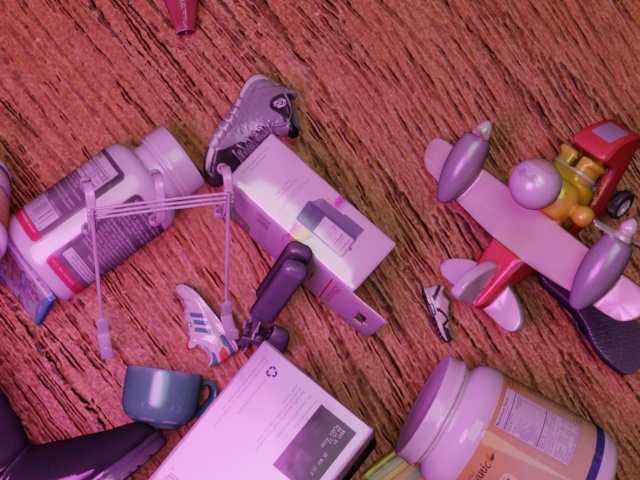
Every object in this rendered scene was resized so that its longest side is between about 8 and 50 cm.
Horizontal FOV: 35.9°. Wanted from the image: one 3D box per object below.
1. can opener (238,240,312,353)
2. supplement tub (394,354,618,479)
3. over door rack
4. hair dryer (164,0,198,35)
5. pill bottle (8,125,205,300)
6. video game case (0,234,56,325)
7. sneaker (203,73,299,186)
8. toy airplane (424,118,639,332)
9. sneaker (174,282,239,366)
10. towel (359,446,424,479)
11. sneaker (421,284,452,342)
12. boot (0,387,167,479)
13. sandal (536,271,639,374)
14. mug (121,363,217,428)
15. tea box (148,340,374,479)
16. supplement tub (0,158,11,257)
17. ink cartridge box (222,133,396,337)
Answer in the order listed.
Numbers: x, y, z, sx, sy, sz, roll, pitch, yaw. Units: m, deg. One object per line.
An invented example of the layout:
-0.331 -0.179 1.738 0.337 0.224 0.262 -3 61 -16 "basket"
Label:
-0.065 0.110 1.666 0.095 0.283 0.076 23 50 -11 "can opener"
0.307 0.351 1.660 0.316 0.228 0.228 29 80 1 "supplement tub"
-0.263 0.026 1.621 0.239 0.108 0.324 -8 123 -15 "over door rack"
-0.201 -0.510 1.840 0.223 0.080 0.294 30 81 1 "hair dryer"
-0.364 -0.056 1.708 0.318 0.176 0.176 -37 85 -8 "pill bottle"
-0.523 0.059 1.713 0.015 0.119 0.166 -35 84 -36 "video game case"
-0.111 -0.187 1.772 0.132 0.086 0.229 21 79 24 "sneaker"
0.359 -0.038 1.698 0.386 0.272 0.385 -4 63 18 "toy airplane"
-0.218 0.151 1.744 0.075 0.057 0.161 -39 88 -14 "sneaker"
0.177 0.479 1.738 0.102 0.021 0.237 -36 86 -3 "towel"
0.220 0.131 1.785 0.043 0.040 0.109 -17 83 -8 "sneaker"
-0.514 0.253 1.578 0.367 0.146 0.445 -33 84 -17 "boot"
0.496 0.132 1.802 0.097 0.054 0.254 -32 75 -15 "sandal"
-0.259 0.270 1.687 0.157 0.129 0.097 9 81 -2 "mug"
-0.093 0.372 1.572 0.220 0.323 0.329 38 80 14 "tea box"
-0.574 -0.038 1.587 0.144 0.144 0.200 -8 50 -5 "supplement tub"
0.000 0.000 1.706 0.353 0.207 0.119 42 75 3 "ink cartridge box"
